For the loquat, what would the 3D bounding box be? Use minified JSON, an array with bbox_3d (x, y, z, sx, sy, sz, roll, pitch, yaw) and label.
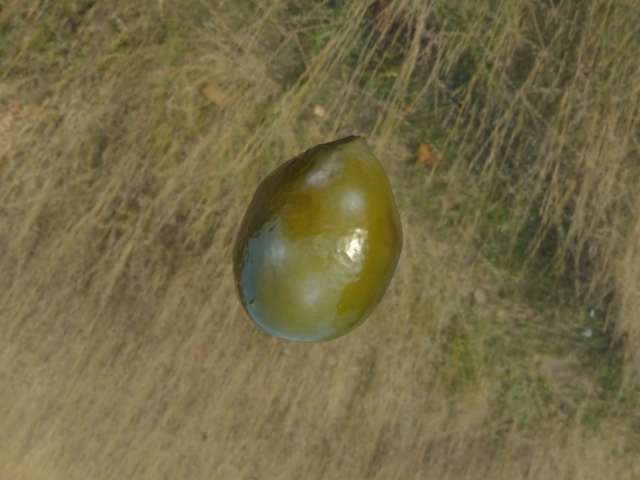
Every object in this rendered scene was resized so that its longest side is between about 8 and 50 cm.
[{"bbox_3d":[0.000,0.000,0.772,0.152,0.152,0.195,16,114,14],"label":"loquat"}]
